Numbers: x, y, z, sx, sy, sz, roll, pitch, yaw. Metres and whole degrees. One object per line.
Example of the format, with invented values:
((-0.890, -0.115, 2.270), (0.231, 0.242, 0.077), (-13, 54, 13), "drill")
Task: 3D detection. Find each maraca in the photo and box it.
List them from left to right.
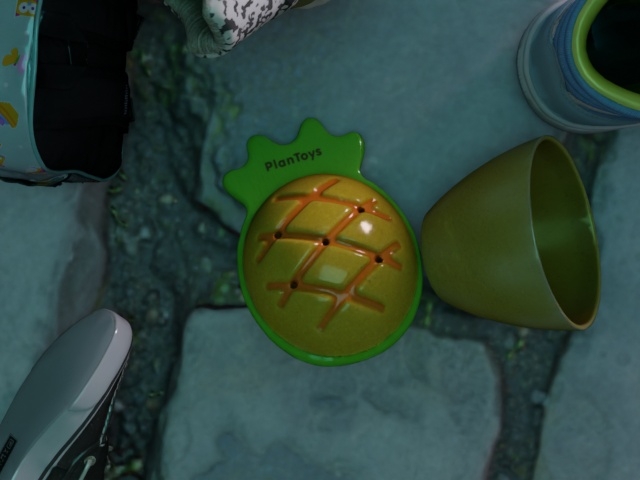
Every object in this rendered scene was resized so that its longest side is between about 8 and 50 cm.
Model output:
((0.000, 0.000, 0.981), (0.127, 0.099, 0.185), (-17, 69, -6), "maraca")

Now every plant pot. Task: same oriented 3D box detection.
((0.126, 0.003, 0.969), (0.095, 0.134, 0.134), (-12, 94, 28), "plant pot")

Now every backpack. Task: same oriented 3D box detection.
((-0.202, -0.120, 0.929), (0.144, 0.188, 0.165), (8, 95, 1), "backpack")

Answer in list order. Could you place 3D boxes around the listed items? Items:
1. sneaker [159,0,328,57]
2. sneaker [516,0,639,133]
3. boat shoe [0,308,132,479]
((-0.156, -0.262, 0.848), (0.410, 0.158, 0.182), (37, 50, 1), "sneaker")
((0.295, -0.138, 0.902), (0.319, 0.208, 0.127), (-15, 92, 2), "sneaker")
((-0.191, 0.152, 1.013), (0.070, 0.078, 0.219), (32, 92, -35), "boat shoe")
